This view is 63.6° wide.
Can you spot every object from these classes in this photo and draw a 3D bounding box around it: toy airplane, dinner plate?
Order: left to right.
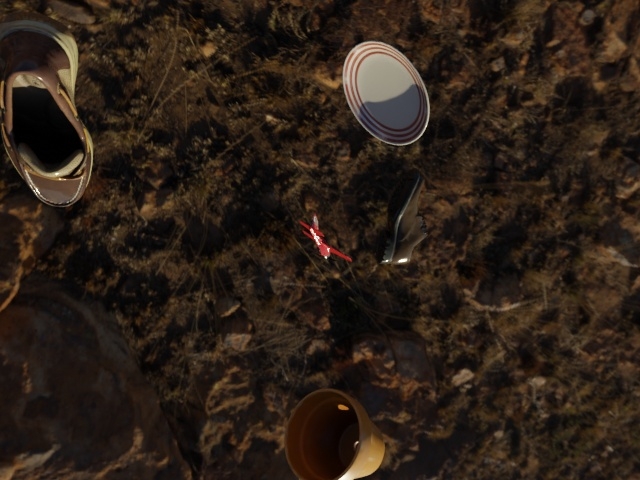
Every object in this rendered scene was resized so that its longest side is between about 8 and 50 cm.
[{"bbox_3d":[0.000,0.000,1.105,0.028,0.151,0.151,-46,124,-19],"label":"toy airplane"},{"bbox_3d":[0.085,-0.189,0.664,0.017,0.141,0.141,-41,126,-28],"label":"dinner plate"}]

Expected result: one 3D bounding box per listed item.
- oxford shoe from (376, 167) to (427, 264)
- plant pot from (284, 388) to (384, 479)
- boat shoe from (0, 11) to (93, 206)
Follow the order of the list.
[{"bbox_3d":[0.195,-0.050,1.140,0.096,0.083,0.228,8,117,-10],"label":"oxford shoe"},{"bbox_3d":[0.052,0.470,1.202,0.205,0.205,0.188,-44,135,6],"label":"plant pot"},{"bbox_3d":[-0.386,-0.138,0.725,0.123,0.123,0.342,1,148,-24],"label":"boat shoe"}]
